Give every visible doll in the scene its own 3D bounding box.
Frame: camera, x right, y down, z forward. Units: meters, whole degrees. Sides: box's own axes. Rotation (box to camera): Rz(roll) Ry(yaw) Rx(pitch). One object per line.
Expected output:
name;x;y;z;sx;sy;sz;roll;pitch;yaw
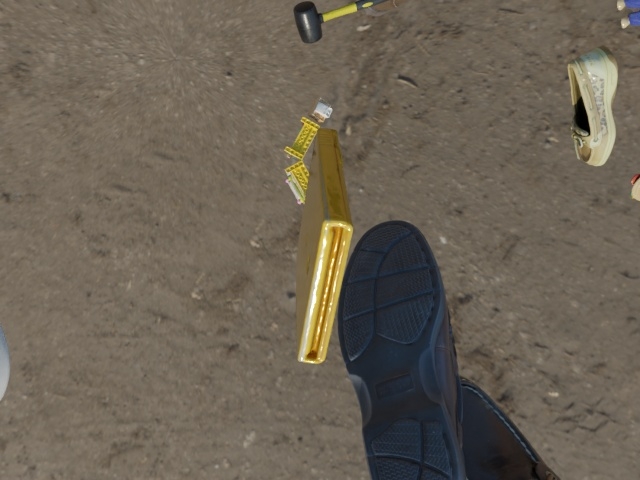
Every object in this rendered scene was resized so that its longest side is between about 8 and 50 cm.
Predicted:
doll;0.609;-0.408;1.251;0.046;0.189;0.129;-52;130;-28

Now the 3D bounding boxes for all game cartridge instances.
game cartridge;0.000;0.000;1.265;0.053;0.323;0.285;7;123;-6

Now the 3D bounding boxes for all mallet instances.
mallet;0.051;-0.368;1.186;0.190;0.039;0.062;-14;137;-7

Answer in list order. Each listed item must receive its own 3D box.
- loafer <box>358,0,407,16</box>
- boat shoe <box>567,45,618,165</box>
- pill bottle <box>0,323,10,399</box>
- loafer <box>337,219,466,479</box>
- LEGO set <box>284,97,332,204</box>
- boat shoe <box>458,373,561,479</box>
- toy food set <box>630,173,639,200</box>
loafer;0.249;-0.622;1.659;0.366;0.130;0.133;-41;111;-21
boat shoe;0.567;-0.276;1.563;0.089;0.104;0.285;-18;129;-3
pill bottle;-0.283;0.094;0.388;0.119;0.208;0.119;8;111;20
loafer;0.083;0.127;0.707;0.109;0.302;0.095;-15;146;17
LEGO set;-0.030;-0.187;1.738;0.132;0.107;0.286;-7;85;-11
boat shoe;0.217;0.276;0.715;0.123;0.123;0.341;-25;80;-28
toy food set;0.574;-0.100;1.262;0.083;0.020;0.083;-11;139;-1
